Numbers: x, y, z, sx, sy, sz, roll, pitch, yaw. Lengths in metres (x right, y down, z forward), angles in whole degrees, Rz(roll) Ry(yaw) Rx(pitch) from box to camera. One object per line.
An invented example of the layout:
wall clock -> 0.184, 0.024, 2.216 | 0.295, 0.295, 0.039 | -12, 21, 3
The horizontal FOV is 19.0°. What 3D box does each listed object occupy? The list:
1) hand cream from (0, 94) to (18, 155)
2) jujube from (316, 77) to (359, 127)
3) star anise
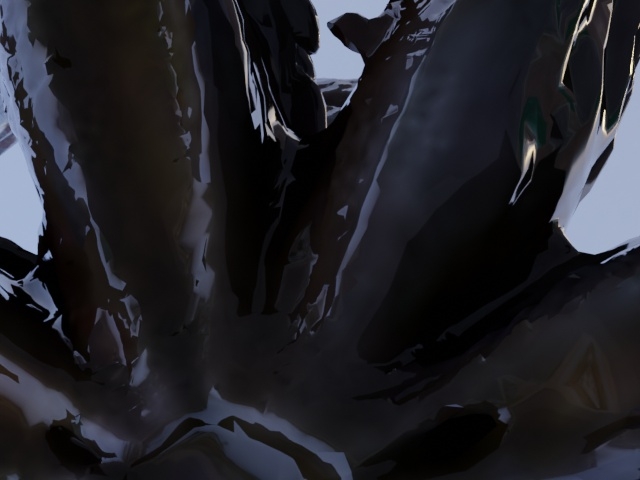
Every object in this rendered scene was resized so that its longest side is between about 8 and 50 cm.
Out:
hand cream -> -0.132, -0.083, 0.897 | 0.043, 0.209, 0.067 | -19, -88, -32
jujube -> 0.005, -0.002, 1.440 | 0.215, 0.308, 0.246 | -47, -44, -45
star anise -> -0.004, 0.053, 0.368 | 0.332, 0.331, 0.117 | 51, -173, 6
